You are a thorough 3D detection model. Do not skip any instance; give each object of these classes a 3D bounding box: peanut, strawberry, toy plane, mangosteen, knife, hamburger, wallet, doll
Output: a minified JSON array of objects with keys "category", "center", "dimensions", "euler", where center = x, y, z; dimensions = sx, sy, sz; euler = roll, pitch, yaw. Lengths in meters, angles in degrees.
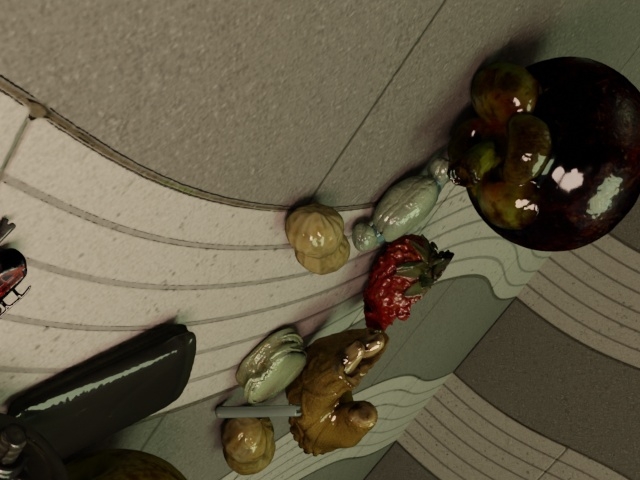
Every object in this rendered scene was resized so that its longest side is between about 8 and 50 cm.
[{"category":"peanut","center":[0.000,0.000,1.064],"dimensions":[0.082,0.082,0.187],"euler":[-44,159,-8]},{"category":"strawberry","center":[0.132,0.078,1.390],"dimensions":[0.188,0.106,0.286],"euler":[-48,176,-38]},{"category":"toy plane","center":[-0.300,0.048,0.643],"dimensions":[0.145,0.037,0.060],"euler":[-44,154,-12]},{"category":"mangosteen","center":[0.360,-0.141,1.217],"dimensions":[0.330,0.330,0.330],"euler":[-39,157,-20]},{"category":"knife","center":[-0.106,0.291,1.299],"dimensions":[0.162,0.023,0.044],"euler":[-7,165,23]},{"category":"hamburger","center":[-0.081,0.215,1.303],"dimensions":[0.140,0.062,0.133],"euler":[-40,156,-11]},{"category":"wallet","center":[-0.271,0.198,0.945],"dimensions":[0.245,0.052,0.168],"euler":[-22,148,-39]},{"category":"doll","center":[0.135,-0.051,1.229],"dimensions":[0.214,0.071,0.103],"euler":[-42,157,-12]},{"category":"peanut","center":[-0.136,0.386,1.451],"dimensions":[0.103,0.098,0.229],"euler":[-8,152,-8]}]

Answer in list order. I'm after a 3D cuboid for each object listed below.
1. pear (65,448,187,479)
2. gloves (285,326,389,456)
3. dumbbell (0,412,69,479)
[{"category":"pear","center":[-0.272,0.416,1.000],"dimensions":[0.283,0.283,0.283],"euler":[-39,157,-20]},{"category":"gloves","center":[0.016,0.278,1.393],"dimensions":[0.155,0.203,0.356],"euler":[3,142,-22]},{"category":"dumbbell","center":[-0.360,0.283,0.727],"dimensions":[0.290,0.192,0.192],"euler":[-53,158,16]}]
